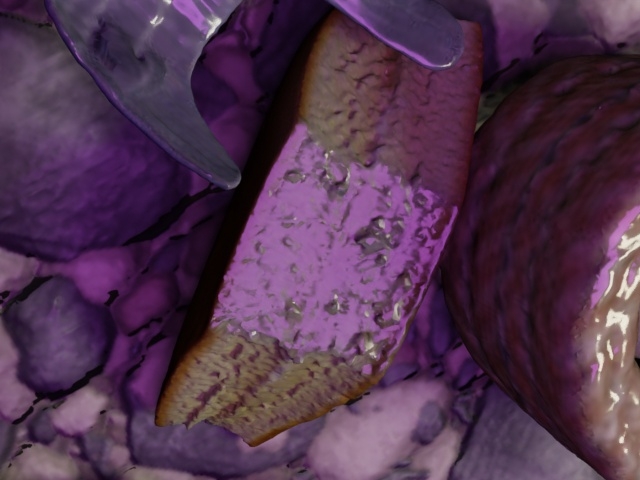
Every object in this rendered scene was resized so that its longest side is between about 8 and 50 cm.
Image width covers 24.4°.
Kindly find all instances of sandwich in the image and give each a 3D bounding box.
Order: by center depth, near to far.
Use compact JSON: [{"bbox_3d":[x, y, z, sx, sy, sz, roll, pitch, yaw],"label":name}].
[{"bbox_3d":[0.000,0.000,0.732,0.094,0.096,0.258,21,100,-14],"label":"sandwich"}]

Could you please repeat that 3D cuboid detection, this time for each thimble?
[{"bbox_3d":[0.176,0.021,0.742,0.196,0.148,0.229,-48,123,-1],"label":"thimble"}]

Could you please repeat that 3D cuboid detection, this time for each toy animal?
[{"bbox_3d":[-0.040,-0.159,0.656,0.255,0.176,0.239,41,76,-39],"label":"toy animal"}]
